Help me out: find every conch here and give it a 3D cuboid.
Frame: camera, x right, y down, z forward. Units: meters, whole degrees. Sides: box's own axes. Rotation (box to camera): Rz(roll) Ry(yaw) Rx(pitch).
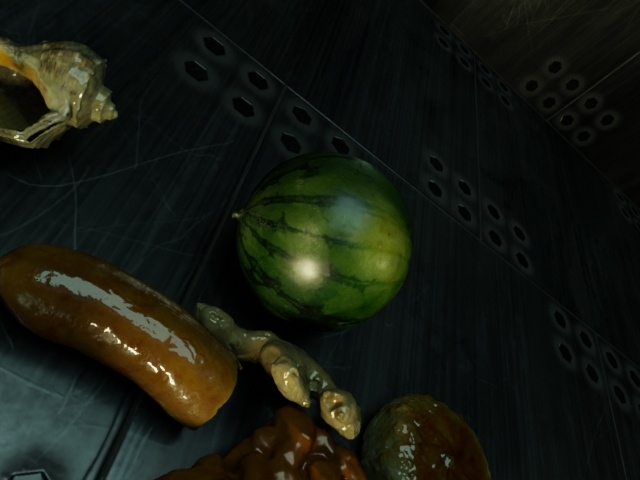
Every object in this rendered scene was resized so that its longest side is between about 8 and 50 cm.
[{"bbox_3d":[-0.341,-0.176,0.653,0.207,0.130,0.155,21,32,-13],"label":"conch"}]

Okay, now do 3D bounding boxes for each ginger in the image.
[{"bbox_3d":[-0.041,0.156,0.680,0.258,0.149,0.065,41,76,-17],"label":"ginger"}]

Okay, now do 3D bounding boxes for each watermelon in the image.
[{"bbox_3d":[0.004,0.001,0.763,0.242,0.242,0.242,25,45,-28],"label":"watermelon"}]

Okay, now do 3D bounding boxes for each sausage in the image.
[{"bbox_3d":[-0.208,0.092,0.590,0.270,0.109,0.109,36,41,-17],"label":"sausage"}]

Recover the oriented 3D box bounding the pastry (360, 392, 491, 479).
[{"bbox_3d":[0.147,0.310,0.771,0.192,0.093,0.182,36,43,-19],"label":"pastry"}]

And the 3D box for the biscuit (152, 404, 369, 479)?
[{"bbox_3d":[-0.040,0.345,0.548,0.312,0.110,0.318,-11,68,-47],"label":"biscuit"}]
